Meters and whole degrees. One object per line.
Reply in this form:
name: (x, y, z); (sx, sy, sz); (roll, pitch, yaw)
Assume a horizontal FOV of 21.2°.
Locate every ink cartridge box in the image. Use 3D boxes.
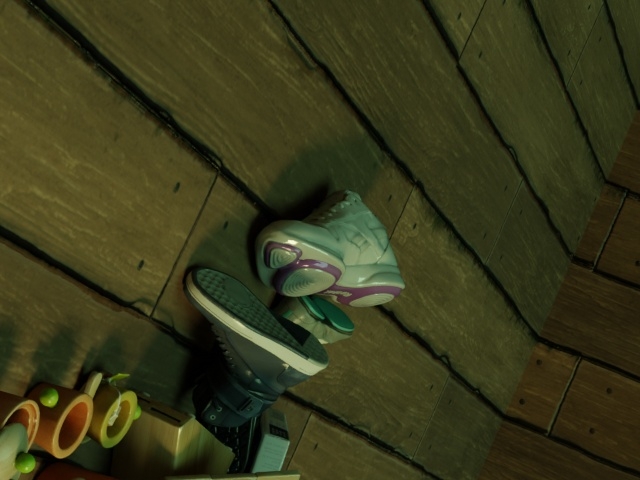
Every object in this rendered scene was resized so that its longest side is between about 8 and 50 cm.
ink cartridge box: (-0.096, 0.339, 2.295); (0.206, 0.045, 0.208); (-124, -125, -84)

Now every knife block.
knife block: (-0.207, 0.330, 2.051); (0.242, 0.088, 0.276); (-64, 160, -14)

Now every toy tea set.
toy tea set: (-0.265, 0.242, 1.767); (0.200, 0.124, 0.336); (-69, 160, 3)

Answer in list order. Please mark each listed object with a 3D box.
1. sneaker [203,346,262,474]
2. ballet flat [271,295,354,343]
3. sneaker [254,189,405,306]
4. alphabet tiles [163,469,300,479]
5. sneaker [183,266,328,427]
sneaker: (-0.108, 0.198, 2.217); (0.097, 0.084, 0.235); (-76, -176, -76)
ballet flat: (-0.017, 0.113, 2.366); (0.068, 0.072, 0.213); (-42, 160, 8)
sneaker: (0.000, 0.000, 2.254); (0.305, 0.114, 0.152); (20, 56, -59)
alphabet tiles: (-0.146, 0.407, 2.061); (0.285, 0.011, 0.342); (1, 126, -26)
sneaker: (-0.122, 0.138, 2.075); (0.163, 0.086, 0.226); (-37, 126, 20)
